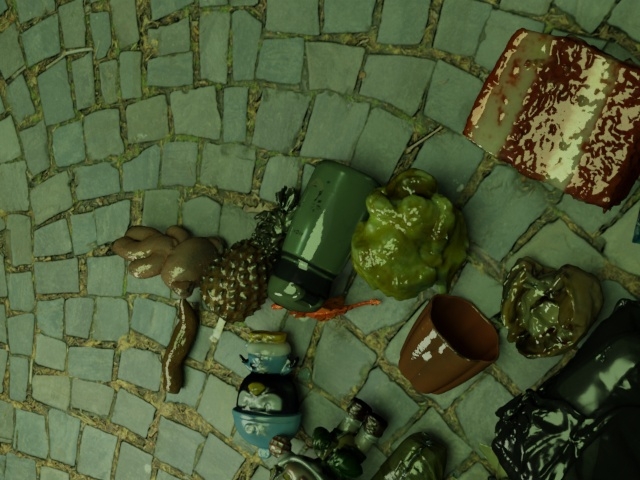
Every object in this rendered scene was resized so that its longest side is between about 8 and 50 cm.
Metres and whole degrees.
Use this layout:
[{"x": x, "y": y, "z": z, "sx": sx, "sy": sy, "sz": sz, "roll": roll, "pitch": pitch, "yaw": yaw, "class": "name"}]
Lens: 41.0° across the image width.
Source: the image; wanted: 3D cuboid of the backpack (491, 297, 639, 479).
[{"x": 0.562, "y": 0.335, "z": 1.646, "sx": 0.363, "sy": 0.255, "sz": 0.445, "roll": 33, "pitch": 101, "yaw": -23, "class": "backpack"}]

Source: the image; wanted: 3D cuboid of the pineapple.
[{"x": -0.139, "y": 0.036, "z": 2.069, "sx": 0.361, "sy": 0.175, "sz": 0.175, "roll": -46, "pitch": 74, "yaw": 8, "class": "pineapple"}]

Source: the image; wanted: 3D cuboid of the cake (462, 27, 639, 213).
[{"x": 0.476, "y": -0.243, "z": 1.633, "sx": 0.320, "sy": 0.269, "sz": 0.269, "roll": 28, "pitch": 108, "yaw": 21, "class": "cake"}]

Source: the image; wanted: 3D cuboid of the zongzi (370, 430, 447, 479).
[{"x": 0.250, "y": 0.590, "z": 1.927, "sx": 0.274, "sy": 0.125, "sz": 0.250, "roll": 42, "pitch": 119, "yaw": 17, "class": "zongzi"}]

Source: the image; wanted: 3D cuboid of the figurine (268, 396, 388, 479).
[{"x": 0.005, "y": 0.538, "z": 1.987, "sx": 0.281, "sy": 0.167, "sz": 0.370, "roll": 38, "pitch": 90, "yaw": 29, "class": "figurine"}]

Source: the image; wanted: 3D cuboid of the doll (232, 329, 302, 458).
[{"x": -0.133, "y": 0.380, "z": 2.098, "sx": 0.177, "sy": 0.141, "sz": 0.313, "roll": 1, "pitch": 93, "yaw": 24, "class": "doll"}]

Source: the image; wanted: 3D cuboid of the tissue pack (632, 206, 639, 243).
[{"x": 0.690, "y": -0.018, "z": 1.683, "sx": 0.138, "sy": 0.028, "sz": 0.085, "roll": 18, "pitch": 104, "yaw": 29, "class": "tissue pack"}]

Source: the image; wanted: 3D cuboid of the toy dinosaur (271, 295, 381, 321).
[{"x": -0.003, "y": 0.159, "z": 2.018, "sx": 0.289, "sy": 0.117, "sz": 0.070, "roll": -1, "pitch": 94, "yaw": 31, "class": "toy dinosaur"}]

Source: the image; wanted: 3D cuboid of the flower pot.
[{"x": 0.268, "y": 0.238, "z": 1.861, "sx": 0.190, "sy": 0.191, "sz": 0.173, "roll": 47, "pitch": 127, "yaw": 16, "class": "flower pot"}]

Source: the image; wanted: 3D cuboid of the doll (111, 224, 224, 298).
[{"x": -0.394, "y": 0.053, "z": 2.209, "sx": 0.303, "sy": 0.201, "sz": 0.156, "roll": 16, "pitch": 140, "yaw": 32, "class": "doll"}]

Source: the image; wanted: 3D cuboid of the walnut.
[{"x": 0.478, "y": 0.143, "z": 1.742, "sx": 0.238, "sy": 0.141, "sz": 0.203, "roll": -165, "pitch": 82, "yaw": -67, "class": "walnut"}]

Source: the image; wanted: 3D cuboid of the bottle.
[{"x": -0.001, "y": 0.000, "z": 1.921, "sx": 0.169, "sy": 0.168, "sz": 0.346, "roll": 25, "pitch": 87, "yaw": 24, "class": "bottle"}]

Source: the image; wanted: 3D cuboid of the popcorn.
[{"x": 0.181, "y": -0.007, "z": 1.811, "sx": 0.226, "sy": 0.276, "sz": 0.276, "roll": 23, "pitch": 106, "yaw": 32, "class": "popcorn"}]

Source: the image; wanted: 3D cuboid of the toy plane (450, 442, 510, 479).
[{"x": 0.401, "y": 0.554, "z": 1.810, "sx": 0.242, "sy": 0.104, "sz": 0.256, "roll": -1, "pitch": 54, "yaw": 2, "class": "toy plane"}]

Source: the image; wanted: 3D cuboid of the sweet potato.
[{"x": -0.369, "y": 0.268, "z": 2.254, "sx": 0.059, "sy": 0.067, "sz": 0.281, "roll": -132, "pitch": 56, "yaw": -65, "class": "sweet potato"}]
